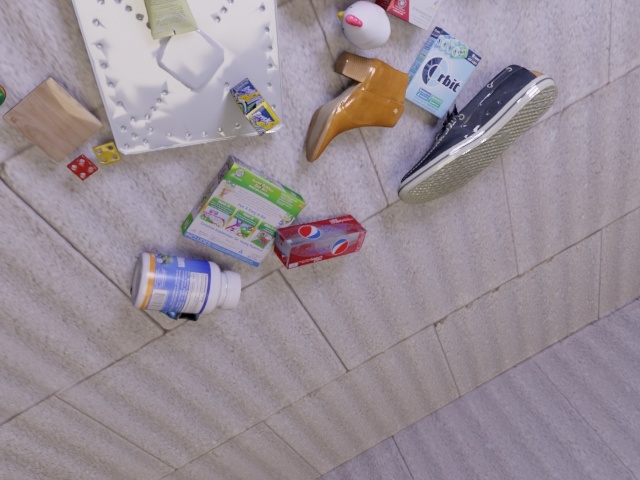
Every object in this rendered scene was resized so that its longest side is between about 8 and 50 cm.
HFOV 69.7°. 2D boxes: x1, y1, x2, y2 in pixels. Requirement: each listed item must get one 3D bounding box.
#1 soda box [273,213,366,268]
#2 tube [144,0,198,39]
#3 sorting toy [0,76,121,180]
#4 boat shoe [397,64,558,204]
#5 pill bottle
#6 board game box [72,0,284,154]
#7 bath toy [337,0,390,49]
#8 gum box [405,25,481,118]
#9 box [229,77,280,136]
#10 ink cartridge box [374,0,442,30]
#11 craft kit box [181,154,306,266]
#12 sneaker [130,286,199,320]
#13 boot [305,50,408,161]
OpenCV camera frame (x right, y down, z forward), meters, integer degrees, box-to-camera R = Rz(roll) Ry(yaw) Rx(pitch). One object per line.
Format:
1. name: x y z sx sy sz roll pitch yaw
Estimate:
1. soda box: 0.000 0.000 1.339 0.263 0.092 0.084 -12 132 -31
2. tube: -0.305 -0.498 0.841 0.069 0.062 0.240 12 138 22
3. sorting toy: -0.558 -0.253 0.980 0.132 0.046 0.274 -37 129 5
4. boat shoe: 0.411 -0.291 1.294 0.500 0.156 0.186 -42 148 14
5. pill bottle: -0.366 0.125 1.271 0.271 0.152 0.152 10 120 -30
6. board game box: -0.282 -0.400 0.989 0.389 0.050 0.390 -13 128 -15
7. bath toy: 0.119 -0.585 0.955 0.129 0.151 0.349 -21 135 -55
8. gum box: 0.315 -0.439 1.219 0.156 0.041 0.185 18 115 -32
9. box: -0.143 -0.289 0.985 0.054 0.169 0.059 -36 130 5
10. ink cartridge box: 0.223 -0.594 1.046 0.127 0.072 0.175 10 120 -28
11. craft kit box: -0.208 -0.070 1.260 0.249 0.061 0.247 28 112 -36
12. sneaker: -0.442 0.181 1.326 0.209 0.082 0.069 26 113 -34
13. boot: 0.100 -0.314 1.180 0.211 0.104 0.295 12 115 -29
